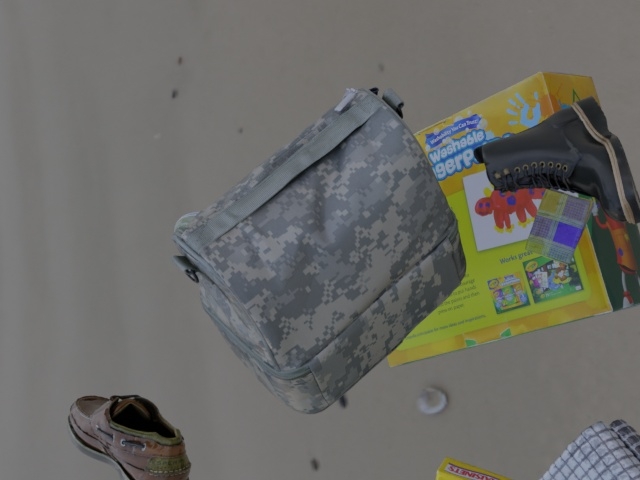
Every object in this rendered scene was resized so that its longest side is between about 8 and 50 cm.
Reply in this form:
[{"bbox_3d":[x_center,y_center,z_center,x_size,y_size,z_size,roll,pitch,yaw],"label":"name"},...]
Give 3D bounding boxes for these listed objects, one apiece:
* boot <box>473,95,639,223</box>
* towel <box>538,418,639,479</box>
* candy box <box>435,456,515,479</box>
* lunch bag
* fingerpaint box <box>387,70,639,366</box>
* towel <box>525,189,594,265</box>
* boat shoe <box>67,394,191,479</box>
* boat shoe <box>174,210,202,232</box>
[{"bbox_3d":[0.235,-0.060,0.929,0.137,0.198,0.076,-20,118,12],"label":"boot"},{"bbox_3d":[0.424,0.438,1.362,0.235,0.121,0.283,56,131,41],"label":"towel"},{"bbox_3d":[0.119,0.259,0.654,0.105,0.027,0.205,15,113,25],"label":"candy box"},{"bbox_3d":[0.000,0.000,1.058,0.212,0.305,0.256,40,163,38],"label":"lunch bag"},{"bbox_3d":[0.275,-0.020,1.528,0.445,0.163,0.371,-24,77,44],"label":"fingerpaint box"},{"bbox_3d":[0.285,-0.018,1.111,0.060,0.009,0.083,21,98,9],"label":"towel"},{"bbox_3d":[-0.276,0.274,1.354,0.307,0.111,0.104,19,109,47],"label":"boat shoe"},{"bbox_3d":[-0.205,0.012,1.889,0.302,0.094,0.109,20,108,37],"label":"boat shoe"}]
